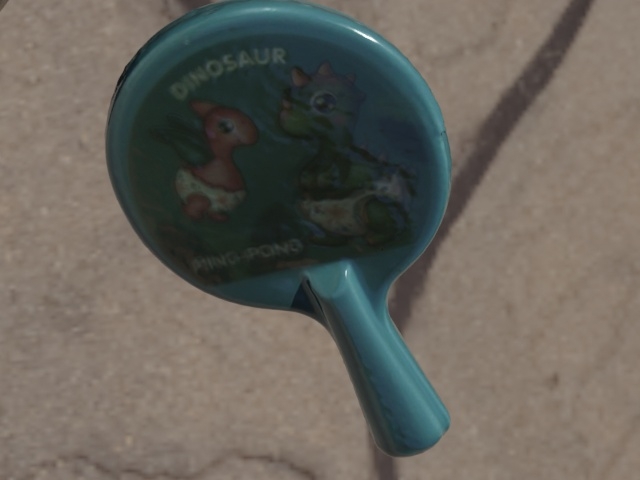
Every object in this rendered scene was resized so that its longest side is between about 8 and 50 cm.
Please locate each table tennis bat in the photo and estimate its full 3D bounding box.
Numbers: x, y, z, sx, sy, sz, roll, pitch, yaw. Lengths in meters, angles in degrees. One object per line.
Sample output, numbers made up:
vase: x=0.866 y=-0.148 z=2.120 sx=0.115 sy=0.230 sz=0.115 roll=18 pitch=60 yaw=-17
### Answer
table tennis bat: x=0.000 y=0.000 z=0.622 sx=0.033 sy=0.124 sz=0.201 roll=-78 pitch=147 yaw=-56

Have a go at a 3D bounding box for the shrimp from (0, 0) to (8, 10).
shrimp: x=-0.112 y=-0.134 z=0.617 sx=0.062 sy=0.317 sz=0.164 roll=37 pitch=17 yaw=-17
